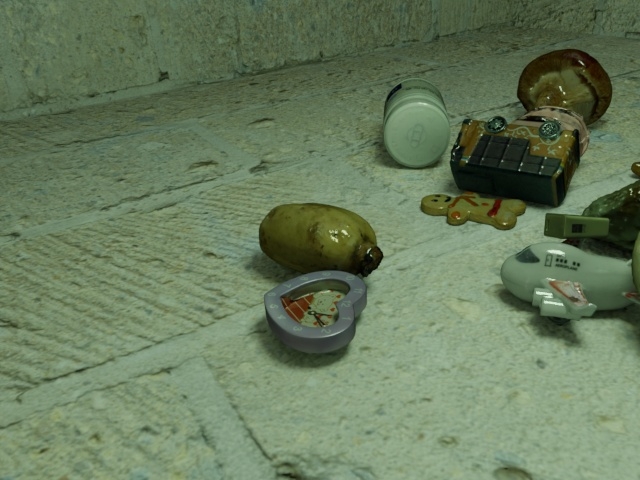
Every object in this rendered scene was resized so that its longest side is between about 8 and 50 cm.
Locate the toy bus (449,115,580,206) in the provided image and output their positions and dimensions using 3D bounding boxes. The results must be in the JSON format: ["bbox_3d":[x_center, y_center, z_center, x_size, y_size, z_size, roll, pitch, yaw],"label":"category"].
[{"bbox_3d":[0.459,-0.191,1.402,0.275,0.138,0.167,16,68,32],"label":"toy bus"}]

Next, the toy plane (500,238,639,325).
[{"bbox_3d":[0.438,0.060,0.993,0.252,0.118,0.252,-6,25,3],"label":"toy plane"}]

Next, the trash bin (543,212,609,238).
[{"bbox_3d":[0.457,-0.026,1.042,0.092,0.043,0.061,0,7,-12],"label":"trash bin"}]

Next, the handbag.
[{"bbox_3d":[0.572,-0.250,1.504,0.205,0.179,0.116,14,26,31],"label":"handbag"}]

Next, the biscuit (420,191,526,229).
[{"bbox_3d":[0.347,-0.076,1.358,0.234,0.030,0.153,12,30,28],"label":"biscuit"}]

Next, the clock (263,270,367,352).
[{"bbox_3d":[-0.014,0.124,0.993,0.172,0.064,0.198,4,29,16],"label":"clock"}]

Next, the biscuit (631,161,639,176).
[{"bbox_3d":[0.887,-0.157,1.407,0.164,0.047,0.208,-13,29,-18],"label":"biscuit"}]

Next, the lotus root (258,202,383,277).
[{"bbox_3d":[0.000,0.000,1.140,0.284,0.146,0.160,20,37,39],"label":"lotus root"}]

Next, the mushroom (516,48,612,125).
[{"bbox_3d":[0.746,-0.451,1.783,0.267,0.267,0.254,0,28,8],"label":"mushroom"}]

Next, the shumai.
[{"bbox_3d":[0.653,-0.022,1.116,0.222,0.204,0.272,-2,-20,-46],"label":"shumai"}]

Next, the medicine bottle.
[{"bbox_3d":[0.281,-0.355,1.727,0.189,0.190,0.332,-1,28,7],"label":"medicine bottle"}]

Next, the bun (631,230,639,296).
[{"bbox_3d":[0.606,0.057,0.834,0.287,0.146,0.287,3,63,-5],"label":"bun"}]
